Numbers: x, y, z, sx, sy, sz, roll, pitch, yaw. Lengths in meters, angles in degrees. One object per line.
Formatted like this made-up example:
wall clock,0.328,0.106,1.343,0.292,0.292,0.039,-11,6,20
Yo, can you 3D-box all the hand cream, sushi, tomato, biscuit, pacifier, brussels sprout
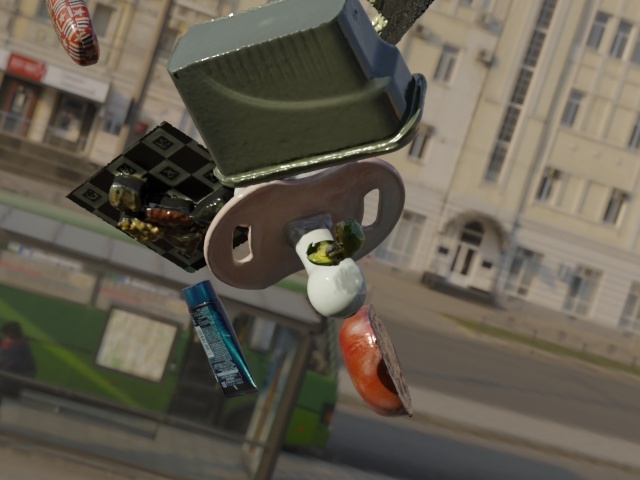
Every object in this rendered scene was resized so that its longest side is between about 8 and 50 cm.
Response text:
hand cream,-0.227,0.221,2.491,0.120,0.270,0.061,-20,2,44
sushi,-0.290,-0.053,2.284,0.343,0.064,0.359,34,-45,-30
tomato,0.097,0.232,2.060,0.085,0.225,0.225,-23,-1,5
biscuit,0.079,-0.335,1.797,0.046,0.250,0.147,46,14,24
pacifier,-0.012,-0.009,1.715,0.332,0.273,0.220,-15,-4,-17
brussels sprout,0.023,0.006,1.492,0.051,0.083,0.046,43,30,-23

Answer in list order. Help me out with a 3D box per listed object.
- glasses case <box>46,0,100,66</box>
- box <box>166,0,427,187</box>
glasses case,-0.346,-0.312,1.545,0.049,0.073,0.194,-16,44,-13
box,-0.030,-0.181,1.311,0.274,0.138,0.178,-14,-52,21
